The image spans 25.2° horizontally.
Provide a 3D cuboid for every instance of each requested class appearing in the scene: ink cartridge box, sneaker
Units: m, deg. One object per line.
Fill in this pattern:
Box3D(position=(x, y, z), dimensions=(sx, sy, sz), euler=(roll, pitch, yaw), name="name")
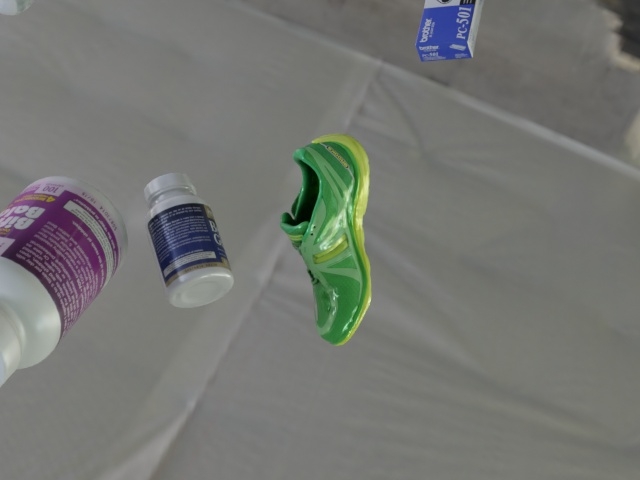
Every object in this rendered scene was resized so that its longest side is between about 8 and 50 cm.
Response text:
Box3D(position=(0.237, -0.411, 2.564), dimensions=(0.097, 0.046, 0.207), euler=(-2, -128, 21), name="ink cartridge box")
Box3D(position=(0.000, 0.000, 1.994), dimensions=(0.123, 0.296, 0.109), euler=(-6, -170, -27), name="sneaker")

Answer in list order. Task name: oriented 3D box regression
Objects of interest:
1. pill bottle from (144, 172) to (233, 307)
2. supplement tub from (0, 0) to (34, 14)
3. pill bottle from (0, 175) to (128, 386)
Box3D(position=(-0.183, -0.003, 1.932), dimensions=(0.094, 0.094, 0.169), euler=(0, -121, -37), name="pill bottle")
Box3D(position=(-0.344, -0.447, 1.757), dimensions=(0.193, 0.193, 0.316), euler=(32, -108, 21), name="supplement tub")
Box3D(position=(-0.380, 0.057, 1.823), dimensions=(0.169, 0.169, 0.301), euler=(24, -143, 6), name="pill bottle")
